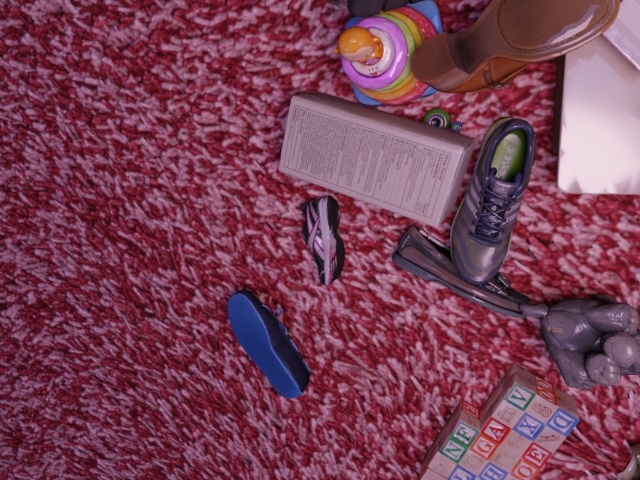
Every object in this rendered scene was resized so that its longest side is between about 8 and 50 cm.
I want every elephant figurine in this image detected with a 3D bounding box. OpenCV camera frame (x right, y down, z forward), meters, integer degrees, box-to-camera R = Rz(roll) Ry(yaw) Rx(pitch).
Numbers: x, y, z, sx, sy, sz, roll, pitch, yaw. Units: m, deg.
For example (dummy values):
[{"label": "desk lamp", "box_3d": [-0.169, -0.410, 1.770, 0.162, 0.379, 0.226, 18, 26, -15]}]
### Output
[{"label": "elephant figurine", "box_3d": [0.499, 0.179, 0.942, 0.169, 0.239, 0.186, -29, 62, 41]}]

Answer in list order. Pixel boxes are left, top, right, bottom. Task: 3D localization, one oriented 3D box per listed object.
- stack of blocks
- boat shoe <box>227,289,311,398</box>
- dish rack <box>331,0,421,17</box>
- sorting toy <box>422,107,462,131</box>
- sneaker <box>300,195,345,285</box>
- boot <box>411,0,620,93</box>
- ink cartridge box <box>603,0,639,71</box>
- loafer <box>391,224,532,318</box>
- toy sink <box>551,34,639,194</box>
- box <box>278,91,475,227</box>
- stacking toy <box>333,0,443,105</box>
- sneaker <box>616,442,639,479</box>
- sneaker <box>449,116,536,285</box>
[{"label": "stack of blocks", "box_3d": [0.340, 0.392, 1.067, 0.171, 0.087, 0.297, 30, 111, 9]}, {"label": "boat shoe", "box_3d": [-0.110, 0.215, 1.168, 0.109, 0.089, 0.258, -18, 103, 34]}, {"label": "dish rack", "box_3d": [0.070, -0.451, 0.849, 0.271, 0.208, 0.074, 53, 155, 30]}, {"label": "sorting toy", "box_3d": [0.225, -0.193, 0.979, 0.061, 0.042, 0.102, -32, 92, 22]}, {"label": "sneaker", "box_3d": [0.000, 0.000, 1.094, 0.077, 0.072, 0.178, 1, 96, 29]}, {"label": "boot", "box_3d": [0.299, -0.284, 0.809, 0.283, 0.220, 0.109, -18, 87, 37]}, {"label": "ink cartridge box", "box_3d": [0.445, -0.416, 0.746, 0.261, 0.066, 0.296, -43, 85, 16]}, {"label": "loafer", "box_3d": [0.266, 0.056, 1.005, 0.267, 0.096, 0.084, 24, 104, 12]}, {"label": "toy sink", "box_3d": [0.454, -0.195, 0.860, 0.152, 0.131, 0.234, 2, 99, 17]}, {"label": "box", "box_3d": [0.096, -0.151, 0.963, 0.311, 0.121, 0.148, 23, 116, 17]}, {"label": "stacking toy", "box_3d": [0.093, -0.295, 0.852, 0.175, 0.302, 0.166, -6, 102, 21]}, {"label": "sneaker", "box_3d": [0.615, 0.393, 0.993, 0.086, 0.064, 0.192, 20, 112, 7]}, {"label": "sneaker", "box_3d": [0.290, -0.069, 0.921, 0.111, 0.121, 0.300, 13, 95, 14]}]
